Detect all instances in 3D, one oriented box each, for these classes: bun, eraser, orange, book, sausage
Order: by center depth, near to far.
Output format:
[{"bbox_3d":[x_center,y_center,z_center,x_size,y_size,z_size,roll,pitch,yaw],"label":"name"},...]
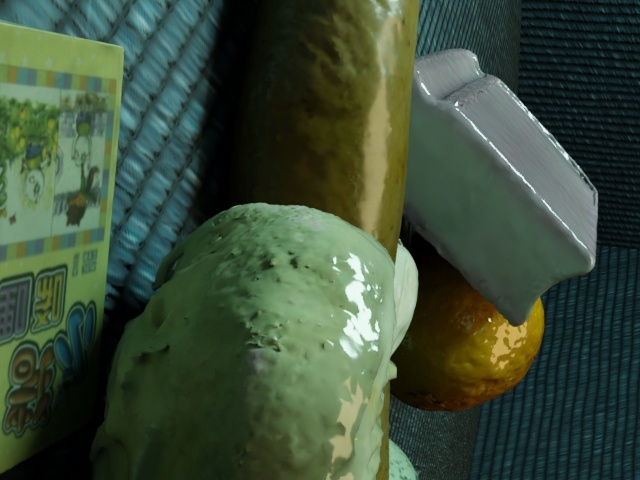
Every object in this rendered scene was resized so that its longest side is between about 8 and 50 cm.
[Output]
[{"bbox_3d":[-0.131,0.005,0.418,0.168,0.013,0.192,-21,117,-74],"label":"book"},{"bbox_3d":[-0.044,0.087,0.507,0.239,0.141,0.239,-164,-90,-83],"label":"bun"},{"bbox_3d":[-0.002,0.000,0.673,0.136,0.123,0.501,-5,101,-43],"label":"sausage"},{"bbox_3d":[0.183,-0.083,1.094,0.122,0.272,0.359,-45,177,22],"label":"eraser"},{"bbox_3d":[0.158,0.102,1.173,0.193,0.219,0.219,57,28,-14],"label":"orange"}]

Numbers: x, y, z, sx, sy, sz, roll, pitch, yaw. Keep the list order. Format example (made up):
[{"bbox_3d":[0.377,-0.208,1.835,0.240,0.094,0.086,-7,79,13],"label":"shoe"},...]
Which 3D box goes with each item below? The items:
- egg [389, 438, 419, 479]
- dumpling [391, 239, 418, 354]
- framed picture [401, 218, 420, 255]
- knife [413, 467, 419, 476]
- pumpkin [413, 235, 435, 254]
[{"bbox_3d":[0.033,0.250,0.921,0.172,0.132,0.132,-85,172,-54],"label":"egg"},{"bbox_3d":[0.016,0.047,0.816,0.136,0.118,0.199,31,55,-47],"label":"dumpling"},{"bbox_3d":[0.161,-0.052,1.484,0.296,0.019,0.232,-28,124,-73],"label":"framed picture"},{"bbox_3d":[0.094,0.393,1.391,0.265,0.040,0.073,-36,142,-70],"label":"knife"},{"bbox_3d":[0.213,0.055,1.393,0.219,0.162,0.219,6,90,-74],"label":"pumpkin"}]
